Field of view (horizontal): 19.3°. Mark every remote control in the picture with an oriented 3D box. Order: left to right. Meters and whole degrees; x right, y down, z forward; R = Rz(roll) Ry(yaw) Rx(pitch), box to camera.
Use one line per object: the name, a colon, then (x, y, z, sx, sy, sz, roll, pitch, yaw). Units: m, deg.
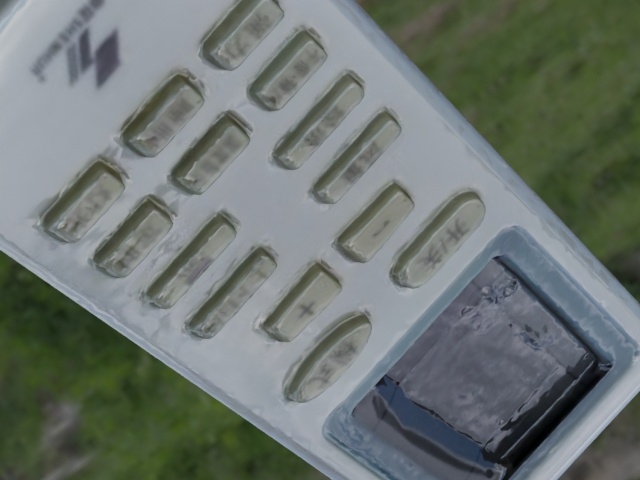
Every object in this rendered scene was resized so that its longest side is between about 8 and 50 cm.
remote control: (0.000, 0.000, 0.516, 0.103, 0.055, 0.277, -47, 135, 2)
